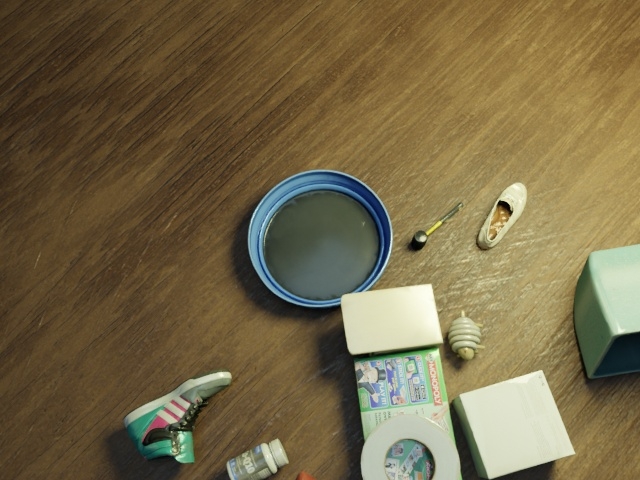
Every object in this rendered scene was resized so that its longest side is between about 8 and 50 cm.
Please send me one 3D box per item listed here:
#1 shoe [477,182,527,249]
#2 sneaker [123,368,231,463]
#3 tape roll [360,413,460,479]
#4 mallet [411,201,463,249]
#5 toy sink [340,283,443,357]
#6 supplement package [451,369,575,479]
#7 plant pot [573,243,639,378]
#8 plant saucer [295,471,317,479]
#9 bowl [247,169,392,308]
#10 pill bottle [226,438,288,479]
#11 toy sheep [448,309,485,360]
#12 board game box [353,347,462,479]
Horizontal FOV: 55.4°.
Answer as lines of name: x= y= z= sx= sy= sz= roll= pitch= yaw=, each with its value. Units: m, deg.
shoe: x=0.501 y=-0.071 z=1.656 sx=0.076 sy=0.058 sz=0.219 roll=31 pitch=76 yaw=14
sneaker: x=-0.330 y=0.453 z=1.502 sx=0.295 sy=0.124 sz=0.178 roll=-29 pitch=66 yaw=2
tape roll: x=0.201 y=0.507 z=1.376 sx=0.219 sy=0.072 sz=0.219 roll=-2 pitch=70 yaw=5
mallet: x=0.322 y=-0.040 z=1.677 sx=0.189 sy=0.062 sz=0.039 roll=-36 pitch=73 yaw=-24
toy sink: x=0.172 y=0.212 z=1.547 sx=0.234 sy=0.131 sz=0.153 roll=-8 pitch=70 yaw=-3
supplement package: x=0.445 y=0.435 z=1.436 sx=0.203 sy=0.149 sz=0.194 roll=-16 pitch=70 yaw=-1
plant pot: x=0.751 y=0.153 z=1.471 sx=0.247 sy=0.248 sz=0.252 roll=-9 pitch=54 yaw=2
plant saucer: x=-0.010 y=0.726 z=1.426 sx=0.259 sy=0.048 sz=0.258 roll=31 pitch=76 yaw=13
bowl: x=0.000 y=0.000 z=1.662 sx=0.390 sy=0.077 sz=0.391 roll=-1 pitch=70 yaw=4
pill bottle: x=-0.152 y=0.543 z=1.483 sx=0.137 sy=0.078 sz=0.078 roll=-26 pitch=71 yaw=-5
toy sheep: x=0.367 y=0.241 z=1.548 sx=0.091 sy=0.091 sz=0.132 roll=-2 pitch=57 yaw=4
board game box: x=0.205 y=0.432 z=1.465 sx=0.213 sy=0.046 sz=0.318 roll=-7 pitch=70 yaw=2
